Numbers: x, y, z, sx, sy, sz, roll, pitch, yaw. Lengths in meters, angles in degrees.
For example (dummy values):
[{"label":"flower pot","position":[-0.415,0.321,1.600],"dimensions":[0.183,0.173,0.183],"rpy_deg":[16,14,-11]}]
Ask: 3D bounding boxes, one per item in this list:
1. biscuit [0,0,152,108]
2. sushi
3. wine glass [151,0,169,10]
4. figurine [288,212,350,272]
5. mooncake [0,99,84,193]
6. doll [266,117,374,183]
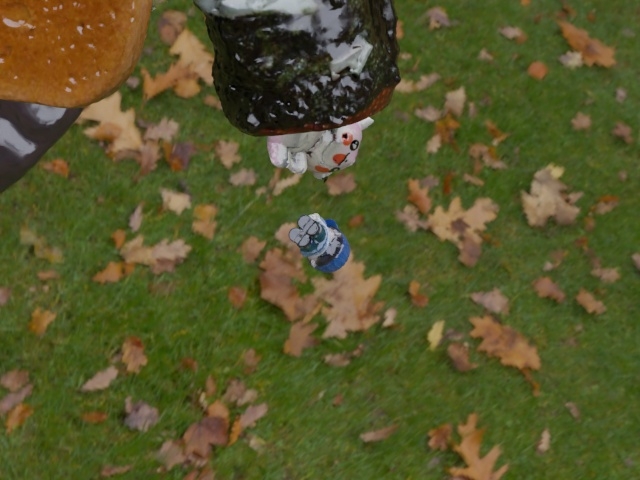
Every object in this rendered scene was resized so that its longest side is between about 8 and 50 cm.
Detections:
[{"label":"biscuit","position":[-0.198,-0.182,0.615],"dimensions":[0.192,0.186,0.036],"rpy_deg":[11,24,9]},{"label":"sushi","position":[-0.009,-0.167,0.711],"dimensions":[0.136,0.126,0.225],"rpy_deg":[-4,25,11]},{"label":"wine glass","position":[-0.227,-0.456,1.379],"dimensions":[0.190,0.357,0.191],"rpy_deg":[2,85,-27]},{"label":"figurine","position":[0.000,0.000,1.572],"dimensions":[0.087,0.149,0.086],"rpy_deg":[31,86,19]},{"label":"mooncake","position":[-0.478,-0.235,1.433],"dimensions":[0.212,0.381,0.351],"rpy_deg":[32,66,-27]},{"label":"doll","position":[-0.008,-0.165,1.561],"dimensions":[0.192,0.149,0.095],"rpy_deg":[14,32,-48]}]
